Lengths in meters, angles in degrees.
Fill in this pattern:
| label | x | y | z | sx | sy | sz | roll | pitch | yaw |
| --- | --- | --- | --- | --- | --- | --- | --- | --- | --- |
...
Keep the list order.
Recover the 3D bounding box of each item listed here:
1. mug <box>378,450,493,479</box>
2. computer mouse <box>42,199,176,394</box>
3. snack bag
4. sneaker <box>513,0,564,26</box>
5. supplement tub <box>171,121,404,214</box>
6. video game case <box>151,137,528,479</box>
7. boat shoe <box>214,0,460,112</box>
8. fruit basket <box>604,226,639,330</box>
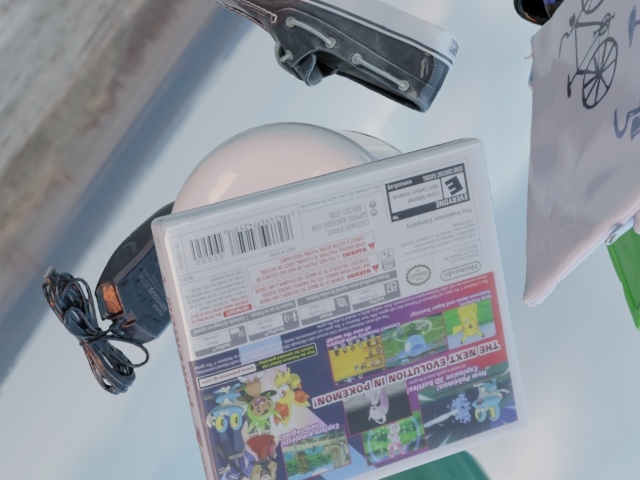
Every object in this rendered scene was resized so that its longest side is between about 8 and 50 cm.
| label | x | y | z | sx | sy | sz | roll | pitch | yaw |
| --- | --- | --- | --- | --- | --- | --- | --- | --- | --- |
| mug | 0.105 | 0.276 | 1.329 | 0.097 | 0.129 | 0.157 | 57 | -45 | 48 |
| computer mouse | -0.225 | 0.043 | 1.872 | 0.072 | 0.188 | 0.272 | 11 | -132 | 49 |
| snack bag | 0.254 | -0.137 | 1.196 | 0.342 | 0.037 | 0.323 | 127 | -24 | -52 |
| sneaker | 0.344 | -0.291 | 1.650 | 0.315 | 0.127 | 0.182 | -7 | -143 | 41 |
| supplement tub | 0.000 | 0.000 | 1.552 | 0.241 | 0.241 | 0.331 | -53 | 171 | 10 |
| video game case | 0.017 | 0.051 | 0.855 | 0.201 | 0.183 | 0.023 | -16 | -166 | -19 |
| boat shoe | -0.005 | -0.217 | 1.577 | 0.102 | 0.301 | 0.108 | -66 | 166 | -5 |
| fruit basket | 0.519 | -0.090 | 1.748 | 0.392 | 0.392 | 0.283 | -59 | 165 | -29 |
